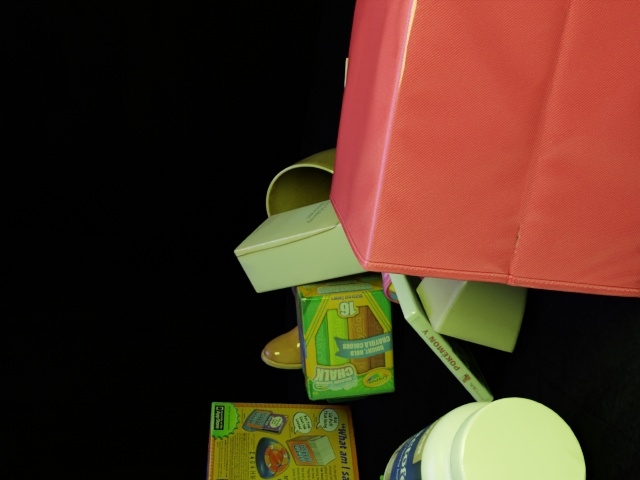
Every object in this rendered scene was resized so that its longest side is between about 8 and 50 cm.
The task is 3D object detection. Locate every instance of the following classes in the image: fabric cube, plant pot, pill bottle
[{"bbox_3d":[0.161,-0.119,0.696,0.254,0.259,0.258,-110,27,-73],"label":"fabric cube"},{"bbox_3d":[0.197,0.060,0.924,0.109,0.109,0.096,-102,30,-64],"label":"plant pot"},{"bbox_3d":[0.040,-0.114,1.664,0.254,0.237,0.237,-51,-23,-50],"label":"plant pot"},{"bbox_3d":[0.170,0.262,0.812,0.264,0.153,0.153,111,161,-63],"label":"pill bottle"}]

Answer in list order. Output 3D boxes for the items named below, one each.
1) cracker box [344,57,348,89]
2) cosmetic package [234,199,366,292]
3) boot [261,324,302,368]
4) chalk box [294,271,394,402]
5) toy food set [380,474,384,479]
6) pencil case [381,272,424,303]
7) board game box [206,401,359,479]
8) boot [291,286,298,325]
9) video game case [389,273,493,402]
[{"bbox_3d":[0.106,-0.269,1.539,0.232,0.067,0.155,16,-103,-73],"label":"cracker box"},{"bbox_3d":[0.000,0.000,1.484,0.113,0.310,0.160,62,-142,-17],"label":"cosmetic package"},{"bbox_3d":[0.000,0.161,1.655,0.109,0.284,0.220,-124,29,-50],"label":"boot"},{"bbox_3d":[0.049,0.214,1.539,0.179,0.180,0.288,-113,16,-73],"label":"chalk box"},{"bbox_3d":[0.129,0.508,1.383,0.132,0.039,0.192,-128,43,-78],"label":"toy food set"},{"bbox_3d":[0.150,-0.003,1.305,0.104,0.105,0.236,104,170,-51],"label":"pencil case"},{"bbox_3d":[-0.107,0.655,1.850,0.356,0.357,0.356,-95,12,-48],"label":"board game box"},{"bbox_3d":[-0.027,0.118,1.768,0.246,0.084,0.161,98,165,-67],"label":"boot"},{"bbox_3d":[0.155,0.110,1.028,0.183,0.023,0.201,49,-168,-23],"label":"video game case"}]
